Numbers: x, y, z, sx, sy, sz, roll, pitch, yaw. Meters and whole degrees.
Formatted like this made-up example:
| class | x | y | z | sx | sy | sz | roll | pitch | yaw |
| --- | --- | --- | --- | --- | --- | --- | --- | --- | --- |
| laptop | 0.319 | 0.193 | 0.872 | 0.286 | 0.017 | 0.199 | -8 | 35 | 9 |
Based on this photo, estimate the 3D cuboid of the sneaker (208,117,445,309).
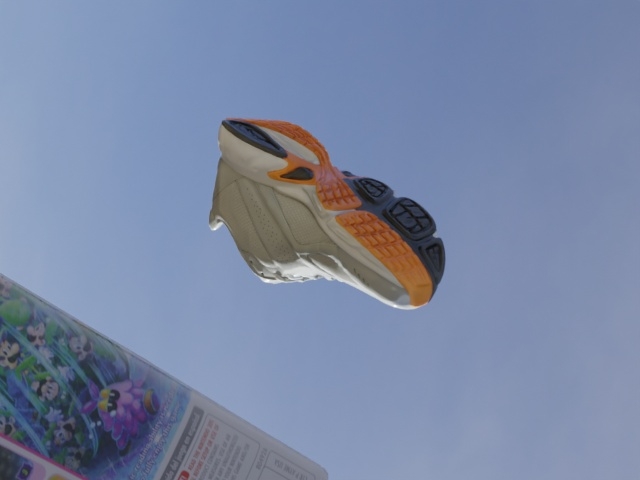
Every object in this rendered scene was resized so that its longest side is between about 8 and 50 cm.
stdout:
| class | x | y | z | sx | sy | sz | roll | pitch | yaw |
| --- | --- | --- | --- | --- | --- | --- | --- | --- | --- |
| sneaker | 0.000 | 0.000 | 1.311 | 0.262 | 0.099 | 0.121 | 40 | -56 | 40 |

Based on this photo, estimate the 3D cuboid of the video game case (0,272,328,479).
| class | x | y | z | sx | sy | sz | roll | pitch | yaw |
| --- | --- | --- | --- | --- | --- | --- | --- | --- | --- |
| video game case | -0.083 | 0.096 | 0.380 | 0.019 | 0.143 | 0.157 | 5 | -115 | 55 |
